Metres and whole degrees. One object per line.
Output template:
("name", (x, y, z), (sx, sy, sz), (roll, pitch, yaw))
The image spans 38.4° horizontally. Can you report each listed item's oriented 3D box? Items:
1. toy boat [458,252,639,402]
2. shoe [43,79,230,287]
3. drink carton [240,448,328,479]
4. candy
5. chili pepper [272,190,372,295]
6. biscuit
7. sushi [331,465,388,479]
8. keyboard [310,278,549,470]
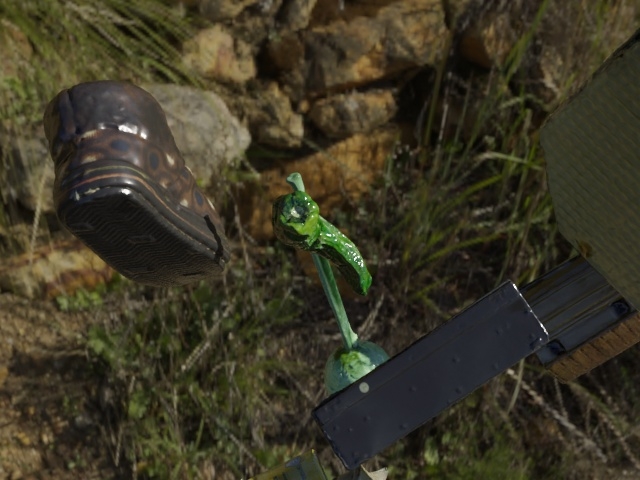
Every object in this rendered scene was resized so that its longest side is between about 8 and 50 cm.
("toy boat", (0.385, 0.117, 1.402), (0.162, 0.445, 0.136), (58, 23, 7))
("shoe", (-0.273, -0.083, 1.393), (0.171, 0.384, 0.237), (-20, 63, 13))
("drink carton", (-0.084, 0.394, 1.395), (0.200, 0.074, 0.084), (-25, 63, -4))
("candy", (0.024, 0.091, 1.429), (0.119, 0.440, 0.119), (-14, 25, 7))
("chili pepper", (-0.003, -0.002, 0.946), (0.073, 0.182, 0.050), (31, 85, 36))
("biscuit", (0.214, -0.048, 0.530), (0.052, 0.252, 0.150), (-40, 83, -23))
("sushi", (0.034, 0.453, 1.441), (0.273, 0.109, 0.134), (-35, 96, -25))
("keyboard", (0.103, 0.128, 0.873), (0.231, 0.023, 0.072), (-33, 86, -1))
